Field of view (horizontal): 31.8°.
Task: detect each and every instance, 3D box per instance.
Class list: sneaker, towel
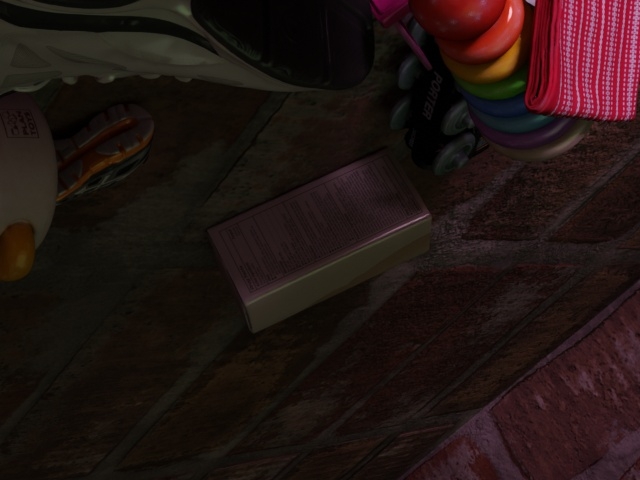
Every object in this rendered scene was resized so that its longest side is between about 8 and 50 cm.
[{"bbox_3d":[-0.174,-0.207,0.997,0.447,0.169,0.257,7,165,-43],"label":"sneaker"},{"bbox_3d":[-0.291,-0.081,1.328,0.214,0.084,0.083,-25,159,-12],"label":"sneaker"},{"bbox_3d":[0.277,-0.218,1.120,0.274,0.031,0.199,-6,104,-56],"label":"towel"}]

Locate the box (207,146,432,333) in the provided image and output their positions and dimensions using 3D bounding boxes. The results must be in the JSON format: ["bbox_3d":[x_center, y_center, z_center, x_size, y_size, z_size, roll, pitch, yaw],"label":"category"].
[{"bbox_3d":[0.000,0.000,1.704,0.311,0.148,0.121,-24,155,-8],"label":"box"}]

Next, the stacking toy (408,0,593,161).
[{"bbox_3d":[0.174,-0.187,1.100,0.141,0.141,0.330,-36,155,14],"label":"stacking toy"}]

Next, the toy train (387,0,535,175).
[{"bbox_3d":[0.206,-0.228,1.525,0.190,0.142,0.334,-32,155,-24],"label":"toy train"}]

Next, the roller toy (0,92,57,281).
[{"bbox_3d":[-0.361,-0.067,1.145,0.146,0.209,0.191,-5,109,-42],"label":"roller toy"}]

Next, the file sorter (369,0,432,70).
[{"bbox_3d":[0.162,-0.347,1.167,0.290,0.202,0.182,-35,155,11],"label":"file sorter"}]
